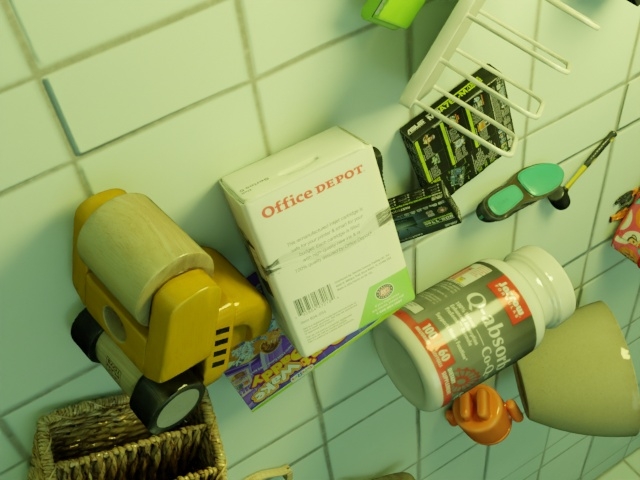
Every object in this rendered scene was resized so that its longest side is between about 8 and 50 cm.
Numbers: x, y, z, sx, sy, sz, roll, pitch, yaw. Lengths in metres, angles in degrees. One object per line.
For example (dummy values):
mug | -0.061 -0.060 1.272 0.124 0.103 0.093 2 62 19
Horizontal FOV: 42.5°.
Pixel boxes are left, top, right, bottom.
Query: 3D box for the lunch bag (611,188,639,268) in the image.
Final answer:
lunch bag | 0.827 -0.080 1.907 0.258 0.120 0.293 -13 136 -42

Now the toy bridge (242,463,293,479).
toy bridge | -0.144 0.522 1.735 0.188 0.026 0.063 -21 136 -24

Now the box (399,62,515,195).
box | 0.232 -0.169 1.355 0.184 0.045 0.190 -36 144 -2

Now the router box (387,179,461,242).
router box | 0.165 -0.046 1.384 0.123 0.038 0.092 -19 147 18

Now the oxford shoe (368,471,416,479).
oxford shoe | 0.098 0.640 1.990 0.348 0.123 0.130 -20 133 -27

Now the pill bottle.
pill bottle | 0.303 0.161 1.611 0.363 0.210 0.210 -28 141 -18

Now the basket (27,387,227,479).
basket | -0.296 0.387 1.312 0.299 0.213 0.223 -6 131 -38

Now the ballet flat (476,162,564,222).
ballet flat | 0.370 -0.087 1.547 0.203 0.074 0.074 -28 142 -26

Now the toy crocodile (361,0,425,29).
toy crocodile | 0.153 -0.413 1.007 0.115 0.105 0.340 0 132 -42

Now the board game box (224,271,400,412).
board game box | -0.024 0.116 1.388 0.347 0.078 0.233 -34 143 -9

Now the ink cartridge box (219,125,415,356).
ink cartridge box | 0.000 0.000 1.189 0.199 0.115 0.272 -26 121 -13

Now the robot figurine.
robot figurine | 0.406 0.435 2.041 0.158 0.128 0.219 -41 143 -1

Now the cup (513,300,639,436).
cup | 0.603 0.330 1.998 0.237 0.331 0.331 -12 141 5

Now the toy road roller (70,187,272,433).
toy road roller | -0.187 0.073 1.115 0.241 0.202 0.329 -29 148 -35

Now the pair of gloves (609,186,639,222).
pair of gloves | 0.693 -0.080 1.873 0.074 0.010 0.083 -26 140 -18

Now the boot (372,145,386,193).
boot | 0.051 -0.084 1.281 0.099 0.045 0.121 -27 134 -22

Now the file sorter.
file sorter | 0.261 -0.272 1.106 0.277 0.173 0.193 -59 175 23

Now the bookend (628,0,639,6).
bookend | 0.488 -0.412 1.240 0.072 0.157 0.156 -48 142 10

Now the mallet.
mallet | 0.521 -0.145 1.642 0.189 0.039 0.062 -55 145 11
